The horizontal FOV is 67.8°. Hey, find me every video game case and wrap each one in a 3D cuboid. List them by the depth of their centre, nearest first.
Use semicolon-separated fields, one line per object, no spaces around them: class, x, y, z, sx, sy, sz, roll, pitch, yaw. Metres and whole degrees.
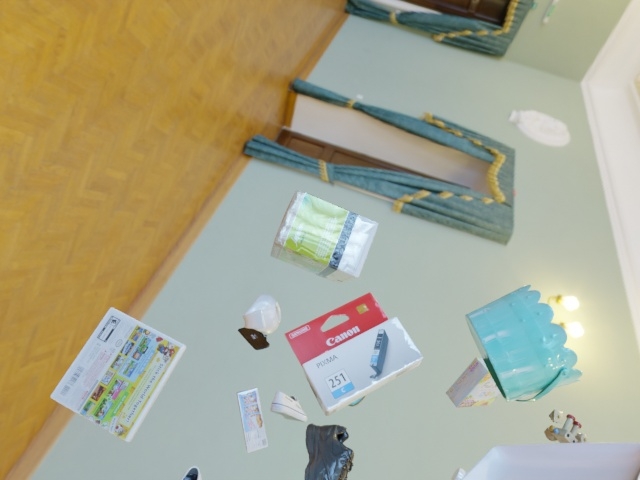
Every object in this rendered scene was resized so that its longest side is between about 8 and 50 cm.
video game case;-0.446;0.292;1.061;0.227;0.206;0.026;-62;168;-21

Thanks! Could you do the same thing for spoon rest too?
spoon rest;-0.188;0.241;1.531;0.276;0.084;0.137;30;48;-83

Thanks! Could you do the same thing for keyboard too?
keyboard;-0.284;0.435;2.097;0.192;0.100;0.038;32;-56;51

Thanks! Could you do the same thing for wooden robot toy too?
wooden robot toy;0.606;0.485;1.195;0.076;0.173;0.079;-47;-170;-29

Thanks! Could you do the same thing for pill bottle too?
pill bottle;0.537;0.876;1.687;0.078;0.137;0.078;-50;162;-23

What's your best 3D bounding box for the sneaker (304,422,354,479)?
sneaker;0.026;0.597;1.239;0.286;0.130;0.109;-92;171;-55

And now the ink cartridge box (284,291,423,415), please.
ink cartridge box;0.084;0.288;1.305;0.296;0.261;0.066;-24;150;-15

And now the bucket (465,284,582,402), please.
bucket;0.507;0.268;1.220;0.281;0.183;0.281;63;9;-18

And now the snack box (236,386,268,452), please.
snack box;-0.209;0.546;1.453;0.022;0.064;0.178;153;-73;-69

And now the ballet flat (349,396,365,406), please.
ballet flat;0.173;0.593;1.989;0.232;0.080;0.073;-57;164;-27

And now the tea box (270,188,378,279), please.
tea box;0.000;0.000;1.794;0.329;0.323;0.220;126;-14;-77

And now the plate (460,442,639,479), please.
plate;0.360;0.393;0.756;0.277;0.278;0.045;-5;77;-50

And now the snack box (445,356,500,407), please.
snack box;0.548;0.478;1.605;0.174;0.207;0.070;-58;-136;21

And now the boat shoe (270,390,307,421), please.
boat shoe;-0.100;0.588;1.684;0.226;0.083;0.076;57;39;-55

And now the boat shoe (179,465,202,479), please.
boat shoe;-0.430;0.820;1.446;0.267;0.096;0.088;-63;168;-54
